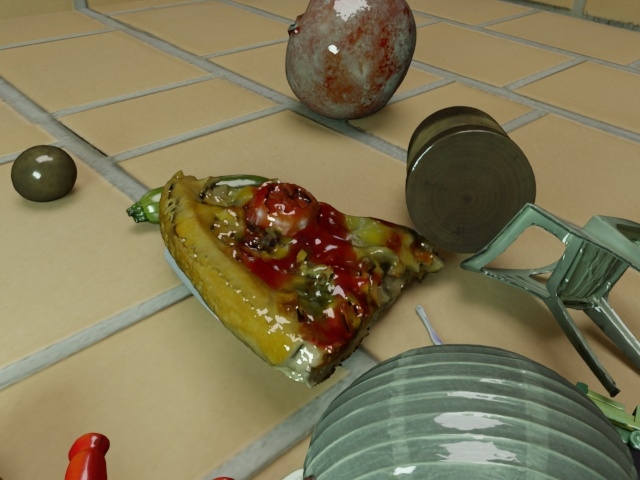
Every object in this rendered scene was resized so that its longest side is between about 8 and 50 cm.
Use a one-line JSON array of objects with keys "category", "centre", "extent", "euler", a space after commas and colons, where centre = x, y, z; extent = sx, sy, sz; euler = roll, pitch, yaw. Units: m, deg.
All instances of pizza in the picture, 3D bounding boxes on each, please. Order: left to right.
[{"category": "pizza", "centre": [0.000, 0.000, 0.795], "extent": [0.406, 0.130, 0.440], "euler": [-4, 32, -33]}]

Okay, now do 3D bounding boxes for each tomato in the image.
[{"category": "tomato", "centre": [0.061, -0.428, 1.304], "extent": [0.282, 0.317, 0.317], "euler": [34, 40, 2]}]

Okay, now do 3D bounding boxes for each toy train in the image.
[{"category": "toy train", "centre": [0.317, 0.203, 0.636], "extent": [0.122, 0.050, 0.081], "euler": [21, 34, 25]}]

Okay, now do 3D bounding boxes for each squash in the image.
[{"category": "squash", "centre": [-0.197, -0.072, 0.982], "extent": [0.258, 0.069, 0.069], "euler": [-10, 37, -19]}]

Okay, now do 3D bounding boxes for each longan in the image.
[{"category": "longan", "centre": [-0.477, -0.113, 1.002], "extent": [0.106, 0.106, 0.119], "euler": [-14, -1, -23]}]

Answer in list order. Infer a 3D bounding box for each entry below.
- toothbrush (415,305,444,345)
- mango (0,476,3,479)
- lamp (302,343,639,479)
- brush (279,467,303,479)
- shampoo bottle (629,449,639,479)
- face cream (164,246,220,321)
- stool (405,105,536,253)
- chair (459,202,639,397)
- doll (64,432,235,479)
[{"category": "toothbrush", "centre": [0.153, 0.128, 0.764], "extent": [0.011, 0.013, 0.131], "euler": [3, 32, -18]}, {"category": "mango", "centre": [-0.308, 0.263, 0.446], "extent": [0.177, 0.120, 0.295], "euler": [-23, 40, -21]}, {"category": "lamp", "centre": [0.109, 0.203, 0.463], "extent": [0.265, 0.233, 0.233], "euler": [15, 36, 4]}, {"category": "brush", "centre": [0.000, 0.236, 0.587], "extent": [0.178, 0.030, 0.033], "euler": [-27, 51, -21]}, {"category": "shampoo bottle", "centre": [0.404, 0.256, 0.549], "extent": [0.309, 0.071, 0.098], "euler": [3, 32, -3]}, {"category": "face cream", "centre": [-0.141, 0.057, 0.807], "extent": [0.084, 0.057, 0.198], "euler": [-22, 44, -34]}, {"category": "stool", "centre": [0.225, -0.109, 0.919], "extent": [0.179, 0.179, 0.264], "euler": [7, 21, 6]}, {"category": "chair", "centre": [0.335, 0.053, 0.739], "extent": [0.203, 0.190, 0.275], "euler": [8, 32, -36]}, {"category": "doll", "centre": [-0.135, 0.320, 0.360], "extent": [0.188, 0.099, 0.384], "euler": [33, 31, -25]}]
